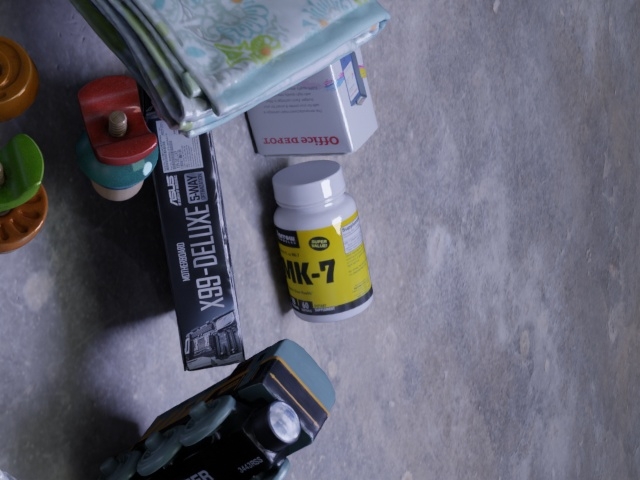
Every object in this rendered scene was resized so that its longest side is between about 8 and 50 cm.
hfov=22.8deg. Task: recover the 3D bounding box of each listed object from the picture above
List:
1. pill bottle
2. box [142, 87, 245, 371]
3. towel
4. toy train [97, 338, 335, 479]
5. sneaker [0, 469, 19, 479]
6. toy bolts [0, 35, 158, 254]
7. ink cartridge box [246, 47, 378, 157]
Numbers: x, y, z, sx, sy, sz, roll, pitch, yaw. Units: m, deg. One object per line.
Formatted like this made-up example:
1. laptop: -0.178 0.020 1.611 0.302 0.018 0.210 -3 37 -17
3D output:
1. pill bottle: 0.000 0.000 2.234 0.119 0.119 0.208 -40 125 -51
2. box: -0.153 -0.030 1.901 0.242 0.077 0.307 -112 -166 -73
3. towel: -0.125 -0.304 1.801 0.320 0.090 0.374 52 43 4
4. toy train: -0.128 0.244 1.865 0.142 0.334 0.190 49 39 -10
5. sneaker: -0.369 0.208 1.586 0.447 0.169 0.257 11 84 -56
6. toy bolts: -0.293 -0.101 1.711 0.158 0.229 0.218 103 -27 -63
7. ink cartridge box: -0.026 -0.225 2.141 0.093 0.154 0.212 -45 128 -50
